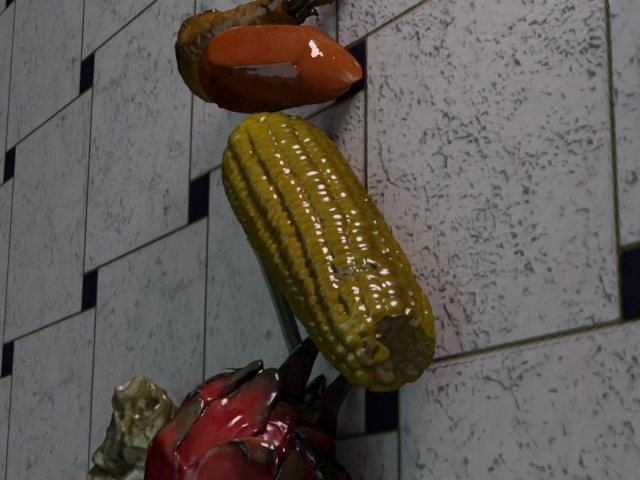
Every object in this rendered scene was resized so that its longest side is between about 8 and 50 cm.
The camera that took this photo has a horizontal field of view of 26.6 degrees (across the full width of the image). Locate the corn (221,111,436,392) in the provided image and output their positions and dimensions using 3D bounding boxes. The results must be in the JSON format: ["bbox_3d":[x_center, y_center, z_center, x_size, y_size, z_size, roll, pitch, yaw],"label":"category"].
[{"bbox_3d":[0.000,0.000,1.214,0.120,0.120,0.363,-64,33,27],"label":"corn"}]

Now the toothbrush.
[{"bbox_3d":[-0.054,0.019,1.374,0.028,0.026,0.294,-46,40,28],"label":"toothbrush"}]

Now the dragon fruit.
[{"bbox_3d":[-0.064,0.211,1.218,0.192,0.193,0.274,-81,5,-83],"label":"dragon fruit"}]

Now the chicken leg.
[{"bbox_3d":[-0.059,-0.222,1.398,0.251,0.107,0.087,-34,37,42],"label":"chicken leg"}]

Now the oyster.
[{"bbox_3d":[-0.203,0.324,1.476,0.238,0.114,0.351,-5,78,59],"label":"oyster"}]

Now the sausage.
[{"bbox_3d":[-0.047,-0.168,1.327,0.179,0.089,0.089,0,82,34],"label":"sausage"}]
